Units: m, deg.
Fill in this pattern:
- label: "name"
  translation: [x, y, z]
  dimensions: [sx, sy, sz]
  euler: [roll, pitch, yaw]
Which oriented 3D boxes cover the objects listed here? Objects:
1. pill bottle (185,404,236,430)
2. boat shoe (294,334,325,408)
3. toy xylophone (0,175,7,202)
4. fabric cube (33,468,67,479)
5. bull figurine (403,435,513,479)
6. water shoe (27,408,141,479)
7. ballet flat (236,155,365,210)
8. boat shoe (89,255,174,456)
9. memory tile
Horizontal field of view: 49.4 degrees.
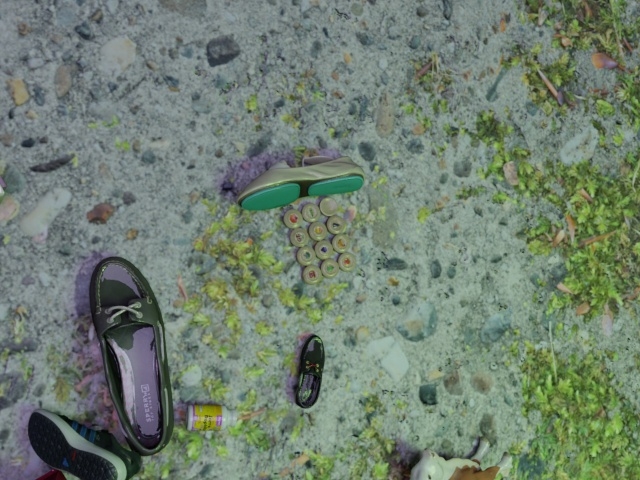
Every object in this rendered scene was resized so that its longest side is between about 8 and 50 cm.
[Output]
- label: "pill bottle"
  translation: [-0.187, 0.303, 1.191]
  dimensions: [0.083, 0.043, 0.044]
  euler: [4, 82, -16]
- label: "boat shoe"
  translation: [-0.016, 0.236, 1.254]
  dimensions: [0.048, 0.042, 0.133]
  euler: [14, 78, -13]
- label: "toy xylophone"
  translation: [-0.669, -0.073, 1.071]
  dimensions: [0.322, 0.081, 0.236]
  euler: [-38, 95, -18]
- label: "fabric cube"
  translation: [-0.433, 0.518, 0.980]
  dimensions: [0.259, 0.254, 0.258]
  euler: [-28, 92, -18]
- label: "bull figurine"
  translation: [0.293, 0.485, 1.285]
  dimensions: [0.188, 0.101, 0.311]
  euler: [-35, 94, -20]
- label: "water shoe"
  translation: [-0.376, 0.329, 1.104]
  dimensions: [0.203, 0.080, 0.073]
  euler: [25, 98, 23]
- label: "ballet flat"
  translation: [-0.040, -0.113, 1.278]
  dimensions: [0.248, 0.086, 0.086]
  euler: [-10, 86, -19]
- label: "boat shoe"
  translation: [-0.303, 0.185, 1.143]
  dimensions: [0.112, 0.095, 0.336]
  euler: [-12, 87, -18]
- label: "memory tile"
  translation: [0.000, 0.000, 1.302]
  dimensions: [0.113, 0.012, 0.148]
  euler: [-18, 88, -18]
